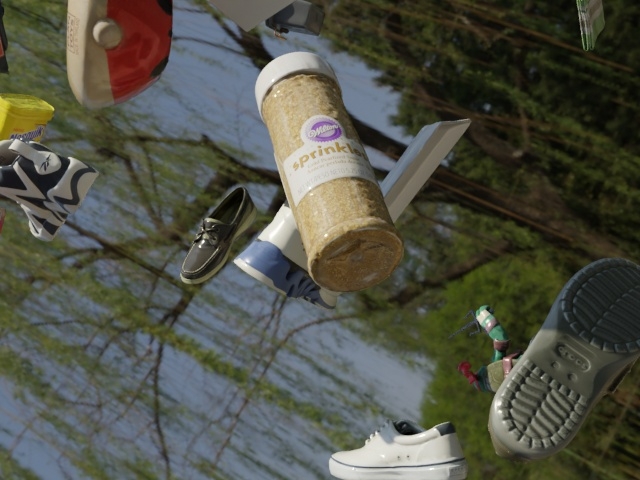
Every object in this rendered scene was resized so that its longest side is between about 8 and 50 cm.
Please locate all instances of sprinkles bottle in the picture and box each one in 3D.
[{"bbox_3d":[0.004,-0.100,1.091,0.121,0.355,0.121,-10,-41,-9],"label":"sprinkles bottle"}]

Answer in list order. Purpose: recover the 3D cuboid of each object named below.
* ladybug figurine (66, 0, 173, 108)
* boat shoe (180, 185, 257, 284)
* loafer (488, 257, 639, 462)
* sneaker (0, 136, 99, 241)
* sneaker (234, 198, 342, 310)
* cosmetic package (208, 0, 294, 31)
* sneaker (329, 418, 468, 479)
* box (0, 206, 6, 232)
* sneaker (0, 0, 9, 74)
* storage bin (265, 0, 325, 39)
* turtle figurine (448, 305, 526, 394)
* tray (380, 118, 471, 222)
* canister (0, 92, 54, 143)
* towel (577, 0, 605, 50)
[{"bbox_3d":[-0.339,-0.374,1.402,0.162,0.449,0.305,3,-66,-16],"label":"ladybug figurine"},{"bbox_3d":[-0.198,-0.015,1.558,0.223,0.080,0.073,-55,-35,-34],"label":"boat shoe"},{"bbox_3d":[0.227,0.107,0.752,0.251,0.094,0.087,-37,-21,-29],"label":"loafer"},{"bbox_3d":[-0.433,-0.085,1.227,0.235,0.153,0.094,-19,40,62],"label":"sneaker"},{"bbox_3d":[0.000,0.000,1.294,0.182,0.127,0.315,-56,-17,3],"label":"sneaker"},{"bbox_3d":[-0.088,-0.544,1.524,0.138,0.224,0.224,35,-126,-32],"label":"cosmetic package"},{"bbox_3d":[0.114,0.318,1.264,0.094,0.258,0.091,6,-106,-46],"label":"sneaker"},{"bbox_3d":[-0.529,-0.013,0.983,0.257,0.128,0.122,15,-94,-40],"label":"box"},{"bbox_3d":[-0.333,-0.231,0.755,0.350,0.148,0.131,-49,-5,37],"label":"sneaker"},{"bbox_3d":[-0.052,-0.480,1.796,0.135,0.091,0.098,-14,-59,-73],"label":"storage bin"},{"bbox_3d":[0.300,0.179,1.201,0.175,0.234,0.118,44,-129,-25],"label":"turtle figurine"},{"bbox_3d":[0.138,-0.099,1.376,0.270,0.030,0.145,-54,-19,26],"label":"tray"},{"bbox_3d":[-0.638,-0.212,1.724,0.170,0.073,0.126,-63,-17,17],"label":"canister"},{"bbox_3d":[0.448,-0.405,1.367,0.113,0.023,0.152,-53,-45,-39],"label":"towel"}]
